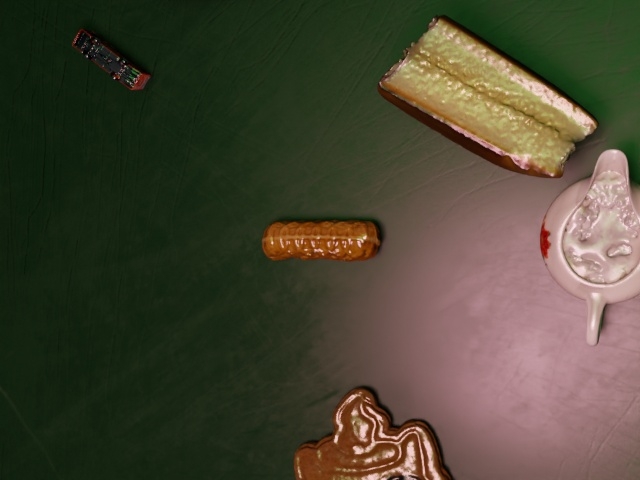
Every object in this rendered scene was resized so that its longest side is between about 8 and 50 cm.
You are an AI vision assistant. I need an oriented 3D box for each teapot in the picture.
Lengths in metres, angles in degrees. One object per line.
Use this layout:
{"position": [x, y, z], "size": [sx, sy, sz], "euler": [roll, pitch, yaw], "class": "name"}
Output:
{"position": [0.327, 0.009, 1.248], "size": [0.145, 0.092, 0.226], "euler": [4, 95, 21], "class": "teapot"}

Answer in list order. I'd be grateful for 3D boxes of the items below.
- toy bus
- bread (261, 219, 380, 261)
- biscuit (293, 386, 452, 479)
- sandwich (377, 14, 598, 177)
{"position": [-0.282, -0.244, 1.465], "size": [0.110, 0.043, 0.031], "euler": [38, 107, 11], "class": "toy bus"}
{"position": [0.000, 0.000, 1.381], "size": [0.157, 0.044, 0.052], "euler": [0, 98, 19], "class": "bread"}
{"position": [0.071, 0.332, 1.376], "size": [0.208, 0.041, 0.290], "euler": [-13, 89, 18], "class": "biscuit"}
{"position": [0.199, -0.156, 1.267], "size": [0.235, 0.128, 0.122], "euler": [35, 99, 13], "class": "sandwich"}
